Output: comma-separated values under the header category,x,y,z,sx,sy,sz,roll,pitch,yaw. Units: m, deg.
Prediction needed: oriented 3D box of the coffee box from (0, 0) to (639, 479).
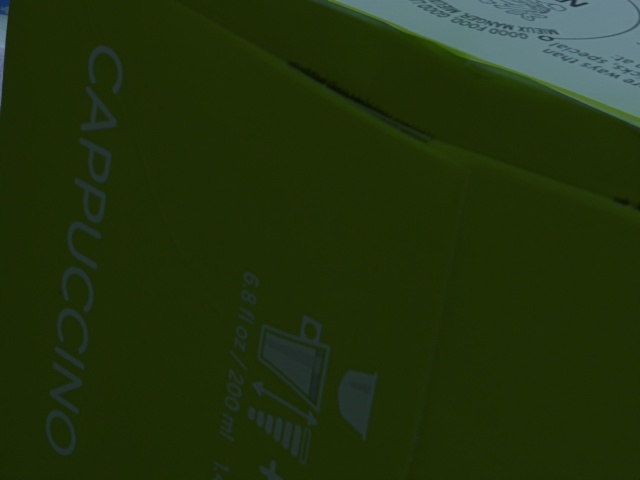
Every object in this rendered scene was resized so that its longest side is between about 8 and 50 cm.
category,x,y,z,sx,sy,sz,roll,pitch,yaw
coffee box,0.108,0.063,0.651,0.338,0.337,0.334,27,29,34

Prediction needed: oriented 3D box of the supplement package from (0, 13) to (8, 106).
category,x,y,z,sx,sy,sz,roll,pitch,yaw
supplement package,-0.216,-0.100,1.508,0.244,0.133,0.139,5,18,-43

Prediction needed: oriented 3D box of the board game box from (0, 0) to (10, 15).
category,x,y,z,sx,sy,sz,roll,pitch,yaw
board game box,-0.235,-0.180,1.902,0.233,0.078,0.347,15,9,-10
